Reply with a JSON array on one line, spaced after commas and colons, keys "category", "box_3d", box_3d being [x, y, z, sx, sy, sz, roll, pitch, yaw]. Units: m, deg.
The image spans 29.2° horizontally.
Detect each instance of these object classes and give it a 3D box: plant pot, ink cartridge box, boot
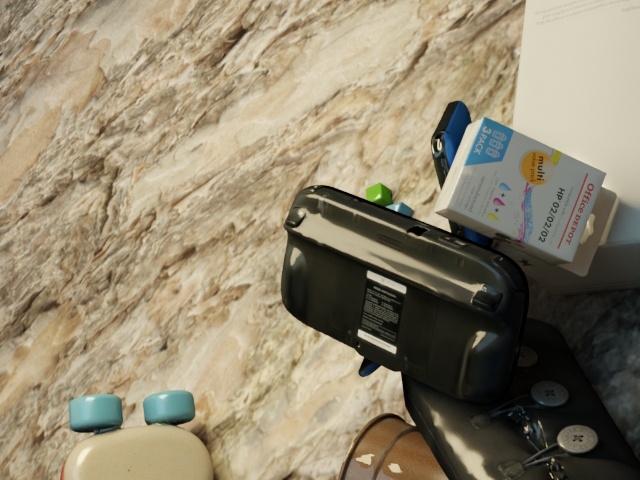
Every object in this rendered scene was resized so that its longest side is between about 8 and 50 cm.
[{"category": "plant pot", "box_3d": [0.128, 0.299, 1.411, 0.165, 0.167, 0.167, 12, 76, 36]}, {"category": "ink cartridge box", "box_3d": [0.223, -0.042, 1.274, 0.061, 0.181, 0.104, 159, 134, -80]}, {"category": "boot", "box_3d": [0.311, 0.231, 1.274, 0.445, 0.367, 0.146, -123, 36, -64]}]

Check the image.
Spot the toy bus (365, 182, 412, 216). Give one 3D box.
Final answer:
[{"category": "toy bus", "box_3d": [0.009, 0.003, 1.690, 0.202, 0.104, 0.191, -7, 64, 37]}]

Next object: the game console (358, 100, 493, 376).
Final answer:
[{"category": "game console", "box_3d": [0.113, -0.011, 1.468, 0.173, 0.293, 0.250, -13, 102, 13]}]

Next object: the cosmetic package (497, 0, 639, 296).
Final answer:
[{"category": "cosmetic package", "box_3d": [0.351, -0.141, 1.444, 0.217, 0.156, 0.385, -5, 67, 38]}]

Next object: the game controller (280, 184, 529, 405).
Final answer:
[{"category": "game controller", "box_3d": [0.078, 0.055, 1.310, 0.319, 0.067, 0.166, 24, 122, 38]}]

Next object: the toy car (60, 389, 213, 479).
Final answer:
[{"category": "toy car", "box_3d": [-0.282, 0.346, 1.743, 0.238, 0.210, 0.219, -36, 58, 58]}]
